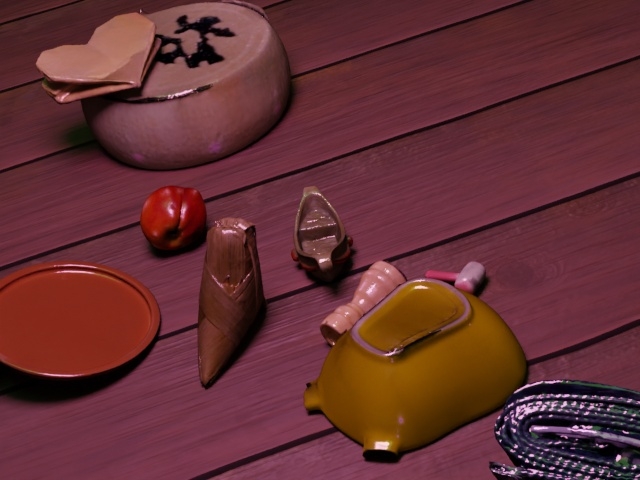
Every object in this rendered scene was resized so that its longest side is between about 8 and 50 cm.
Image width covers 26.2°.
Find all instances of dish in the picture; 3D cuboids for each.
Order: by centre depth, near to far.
[{"bbox_3d":[0.109,0.130,1.660,0.262,0.108,0.221,-30,38,-22],"label":"dish"}]

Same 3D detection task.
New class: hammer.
[{"bbox_3d":[0.175,0.048,1.818,0.083,0.031,0.052,5,36,34],"label":"hammer"}]

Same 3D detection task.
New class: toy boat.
[{"bbox_3d":[0.000,0.000,1.902,0.089,0.071,0.185,-13,36,0],"label":"toy boat"}]

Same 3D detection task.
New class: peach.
[{"bbox_3d":[-0.216,-0.036,2.007,0.100,0.101,0.101,-9,36,7],"label":"peach"}]

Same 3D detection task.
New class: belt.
[{"bbox_3d":[0.301,0.224,1.468,0.218,0.128,0.122,7,70,24],"label":"belt"}]

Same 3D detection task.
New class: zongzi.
[{"bbox_3d":[-0.129,0.073,1.773,0.078,0.160,0.176,6,39,18],"label":"zongzi"}]

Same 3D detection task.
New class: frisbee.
[{"bbox_3d":[-0.342,0.107,1.865,0.251,0.021,0.251,3,36,-2],"label":"frisbee"}]

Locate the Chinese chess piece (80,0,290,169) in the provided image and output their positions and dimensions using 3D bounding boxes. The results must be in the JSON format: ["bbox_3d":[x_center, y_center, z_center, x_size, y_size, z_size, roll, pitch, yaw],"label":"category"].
[{"bbox_3d":[-0.224,-0.264,2.272,0.349,0.146,0.349,-9,37,7],"label":"Chinese chess piece"}]

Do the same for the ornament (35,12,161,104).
[{"bbox_3d":[-0.329,-0.278,2.157,0.201,0.059,0.180,-33,44,-21],"label":"ornament"}]

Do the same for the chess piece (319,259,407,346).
[{"bbox_3d":[0.054,0.086,1.776,0.066,0.066,0.122,22,52,39],"label":"chess piece"}]
